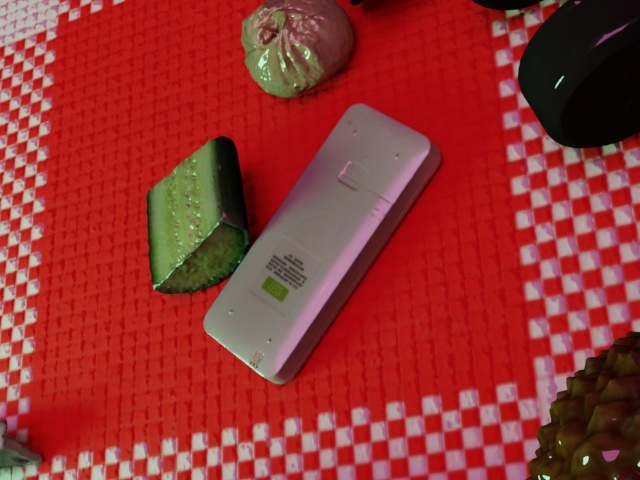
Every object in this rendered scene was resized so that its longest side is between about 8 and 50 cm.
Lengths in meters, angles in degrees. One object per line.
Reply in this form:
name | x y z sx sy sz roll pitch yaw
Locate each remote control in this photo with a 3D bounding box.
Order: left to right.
remote control | 0.000 0.000 0.911 0.103 0.034 0.250 32 86 34

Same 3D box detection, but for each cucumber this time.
cucumber | -0.105 -0.022 0.958 0.116 0.062 0.115 -33 57 36

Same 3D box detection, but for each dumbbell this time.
dumbbell | 0.200 -0.197 0.816 0.152 0.152 0.218 -30 59 14

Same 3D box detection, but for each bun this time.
bun | -0.027 -0.195 0.985 0.115 0.069 0.115 -11 64 23

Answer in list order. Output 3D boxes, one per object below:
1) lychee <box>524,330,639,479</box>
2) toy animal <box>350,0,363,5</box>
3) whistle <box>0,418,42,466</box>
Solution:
lychee | 0.241 0.152 0.592 0.267 0.267 0.267 -11 65 24
toy animal | 0.039 -0.307 0.983 0.146 0.114 0.245 -46 34 -3
whistle | -0.414 0.214 1.030 0.312 0.062 0.062 -8 67 25
